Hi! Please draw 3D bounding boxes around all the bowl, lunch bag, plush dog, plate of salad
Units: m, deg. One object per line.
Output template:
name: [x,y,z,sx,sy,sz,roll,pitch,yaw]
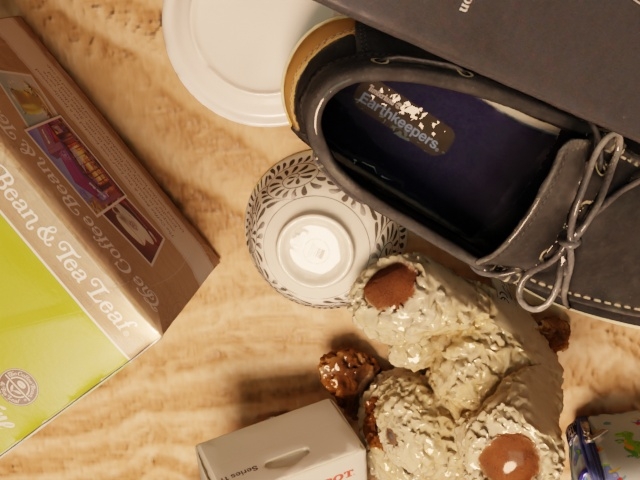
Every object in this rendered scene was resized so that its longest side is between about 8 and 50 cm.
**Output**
bowl: [0.000,0.000,0.931,0.170,0.080,0.170,2,106,7]
lunch bag: [0.296,0.288,0.921,0.090,0.176,0.218,-6,106,9]
plush dog: [0.123,0.158,0.931,0.225,0.211,0.262,-48,66,31]
plate of salad: [-0.050,-0.207,0.895,0.200,0.048,0.199,0,96,4]

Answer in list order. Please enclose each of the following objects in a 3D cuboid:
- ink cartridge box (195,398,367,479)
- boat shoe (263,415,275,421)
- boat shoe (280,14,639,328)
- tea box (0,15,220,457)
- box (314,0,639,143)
ink cartridge box: [-0.033,0.279,0.954,0.153,0.087,0.208,-16,125,-18]
boat shoe: [-0.095,0.295,1.027,0.076,0.083,0.226,40,107,-3]
boat shoe: [0.191,-0.035,0.838,0.500,0.156,0.186,27,111,-10]
tea box: [-0.336,0.015,0.910,0.324,0.220,0.329,-35,99,17]
box: [0.189,-0.263,0.702,0.396,0.212,0.293,20,108,-18]
